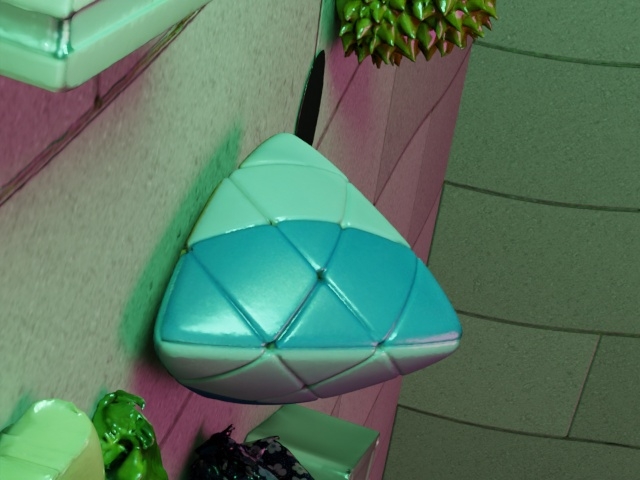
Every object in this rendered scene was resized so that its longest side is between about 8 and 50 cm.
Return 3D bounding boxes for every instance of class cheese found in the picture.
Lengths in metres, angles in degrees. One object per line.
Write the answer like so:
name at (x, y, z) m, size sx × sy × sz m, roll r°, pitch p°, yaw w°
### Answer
cheese at (-0.167, 0.185, 0.723) m, size 0.255 × 0.050 × 0.127 m, roll 86°, pitch 20°, yaw -65°

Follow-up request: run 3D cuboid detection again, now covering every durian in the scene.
durian at (0.092, -0.282, 1.165) m, size 0.306 × 0.172 × 0.166 m, roll 63°, pitch 18°, yaw -63°

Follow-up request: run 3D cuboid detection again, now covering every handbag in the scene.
handbag at (-0.049, 0.301, 1.136) m, size 0.127 × 0.228 × 0.208 m, roll -37°, pitch 163°, yaw 8°

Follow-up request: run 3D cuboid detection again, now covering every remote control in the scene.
remote control at (-0.093, -0.136, 0.499) m, size 0.277 × 0.103 × 0.055 m, roll -56°, pitch 162°, yaw -61°

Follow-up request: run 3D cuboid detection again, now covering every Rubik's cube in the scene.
Rubik's cube at (0.004, 0.024, 0.922) m, size 0.254 × 0.255 × 0.254 m, roll 15°, pitch 90°, yaw -80°

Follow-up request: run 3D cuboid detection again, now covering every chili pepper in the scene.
chili pepper at (-0.133, 0.234, 0.926) m, size 0.359 × 0.076 × 0.084 m, roll 90°, pitch -14°, yaw -56°

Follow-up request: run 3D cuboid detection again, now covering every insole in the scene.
insole at (-0.022, -0.082, 1.222) m, size 0.086 × 0.005 × 0.253 m, roll -52°, pitch 154°, yaw -63°

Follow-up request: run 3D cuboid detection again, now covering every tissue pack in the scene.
tissue pack at (-0.021, 0.318, 1.447) m, size 0.246 × 0.136 × 0.159 m, roll -8°, pitch 113°, yaw -79°
